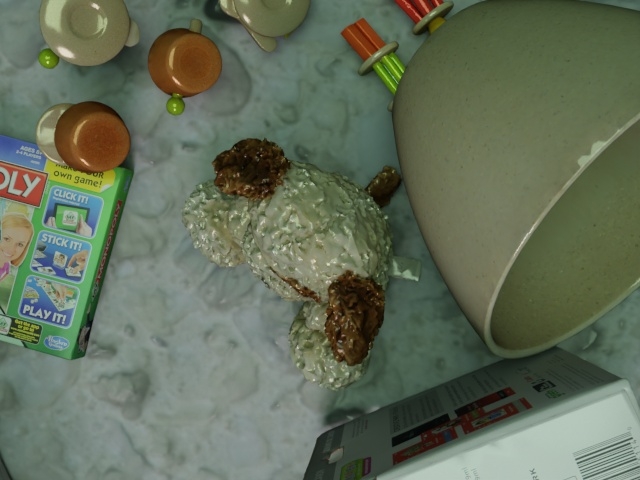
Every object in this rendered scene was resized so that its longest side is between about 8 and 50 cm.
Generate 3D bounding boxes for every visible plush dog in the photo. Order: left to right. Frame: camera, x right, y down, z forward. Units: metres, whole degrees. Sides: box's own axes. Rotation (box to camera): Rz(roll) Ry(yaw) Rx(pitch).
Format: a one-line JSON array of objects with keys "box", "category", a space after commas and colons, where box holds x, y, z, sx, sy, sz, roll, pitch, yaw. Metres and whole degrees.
[{"box": [0.000, 0.000, 0.874, 0.211, 0.225, 0.262, -40, 86, 2], "category": "plush dog"}]

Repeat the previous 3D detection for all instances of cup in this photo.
[{"box": [0.203, -0.091, 0.845, 0.331, 0.331, 0.237, -42, 60, 2], "category": "cup"}]

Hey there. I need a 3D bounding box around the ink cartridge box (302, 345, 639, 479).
[{"box": [0.133, 0.210, 0.820, 0.272, 0.309, 0.130, -22, 87, 4], "category": "ink cartridge box"}]

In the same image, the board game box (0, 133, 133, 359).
[{"box": [-0.385, -0.016, 0.991, 0.318, 0.046, 0.213, 15, 91, 4], "category": "board game box"}]

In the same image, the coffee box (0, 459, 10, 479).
[{"box": [-0.465, 0.394, 0.840, 0.335, 0.337, 0.338, -26, 88, 4], "category": "coffee box"}]

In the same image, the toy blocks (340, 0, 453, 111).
[{"box": [0.077, -0.229, 0.961, 0.123, 0.054, 0.148, -36, 87, 2], "category": "toy blocks"}]

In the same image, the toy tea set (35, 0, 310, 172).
[{"box": [-0.181, -0.222, 0.952, 0.336, 0.124, 0.200, -44, 114, -11], "category": "toy tea set"}]
